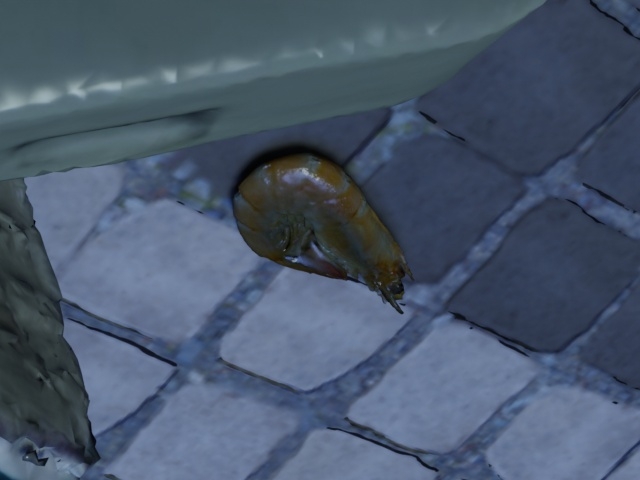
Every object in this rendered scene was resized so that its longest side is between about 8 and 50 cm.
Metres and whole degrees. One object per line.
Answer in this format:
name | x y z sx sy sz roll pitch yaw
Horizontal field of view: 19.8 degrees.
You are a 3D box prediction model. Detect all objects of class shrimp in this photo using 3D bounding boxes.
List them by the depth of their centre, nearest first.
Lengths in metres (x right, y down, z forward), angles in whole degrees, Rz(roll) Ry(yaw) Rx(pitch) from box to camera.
shrimp | 0.000 0.000 0.809 0.059 0.023 0.108 -21 133 17

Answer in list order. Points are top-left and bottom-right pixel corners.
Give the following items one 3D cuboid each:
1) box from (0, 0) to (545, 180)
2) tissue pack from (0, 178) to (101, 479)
box | -0.144 -0.185 0.391 0.373 0.367 0.090 -11 176 -20
tissue pack | -0.322 0.046 0.586 0.416 0.253 0.264 -31 149 12
